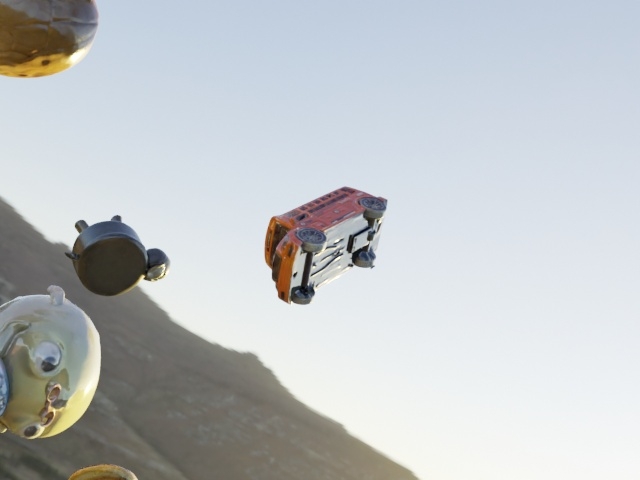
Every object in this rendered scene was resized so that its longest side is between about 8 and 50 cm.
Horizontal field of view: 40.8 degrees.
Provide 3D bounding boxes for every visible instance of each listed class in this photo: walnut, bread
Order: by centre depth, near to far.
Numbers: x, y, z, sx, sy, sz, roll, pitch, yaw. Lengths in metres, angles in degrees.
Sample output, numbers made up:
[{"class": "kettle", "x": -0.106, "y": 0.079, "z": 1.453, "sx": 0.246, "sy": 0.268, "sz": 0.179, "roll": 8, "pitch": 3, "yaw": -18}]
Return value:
[{"class": "walnut", "x": -0.422, "y": -0.313, "z": 1.226, "sx": 0.207, "sy": 0.168, "sz": 0.167, "roll": -8, "pitch": -2, "yaw": -19}, {"class": "bread", "x": -0.328, "y": 0.372, "z": 1.299, "sx": 0.110, "sy": 0.110, "sz": 0.024, "roll": 40, "pitch": 27, "yaw": -38}]

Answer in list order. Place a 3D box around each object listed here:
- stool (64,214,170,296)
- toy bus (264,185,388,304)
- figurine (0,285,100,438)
[{"class": "stool", "x": -0.455, "y": 0.039, "z": 1.910, "sx": 0.228, "sy": 0.153, "sz": 0.139, "roll": 38, "pitch": 8, "yaw": -40}, {"class": "toy bus", "x": 0.000, "y": 0.000, "z": 1.697, "sx": 0.153, "sy": 0.329, "sz": 0.143, "roll": 26, "pitch": -58, "yaw": 26}, {"class": "figurine", "x": -0.487, "y": 0.179, "z": 1.130, "sx": 0.274, "sy": 0.227, "sz": 0.394, "roll": 19, "pitch": 16, "yaw": 23}]
